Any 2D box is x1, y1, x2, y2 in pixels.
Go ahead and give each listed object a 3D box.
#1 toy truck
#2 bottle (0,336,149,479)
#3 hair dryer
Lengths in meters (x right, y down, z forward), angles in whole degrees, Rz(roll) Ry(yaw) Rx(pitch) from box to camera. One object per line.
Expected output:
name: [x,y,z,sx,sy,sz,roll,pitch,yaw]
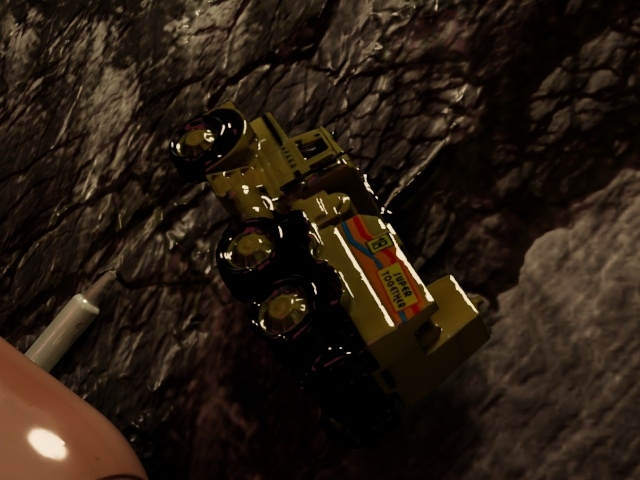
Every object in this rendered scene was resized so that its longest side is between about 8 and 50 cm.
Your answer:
toy truck: [-0.005,0.001,0.620,0.127,0.127,0.257,-34,45,-2]
bottle: [-0.221,0.188,0.617,0.297,0.173,0.206,28,59,27]
hair dryer: [-0.245,0.088,0.820,0.155,0.044,0.183,22,75,41]
